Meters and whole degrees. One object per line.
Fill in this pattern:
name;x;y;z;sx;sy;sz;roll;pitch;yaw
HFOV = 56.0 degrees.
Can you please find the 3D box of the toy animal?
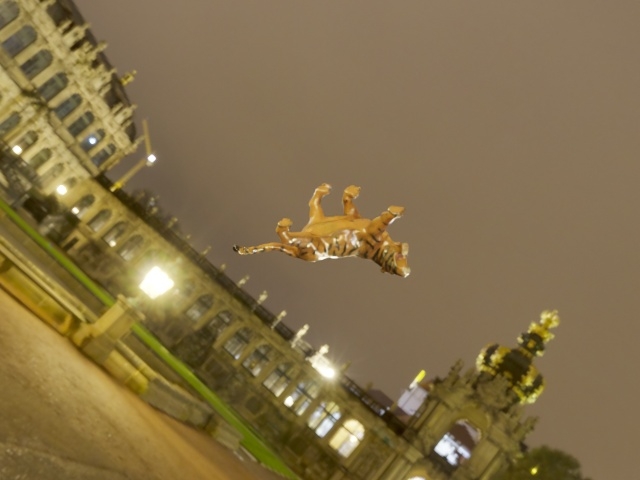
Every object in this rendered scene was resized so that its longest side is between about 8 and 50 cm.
toy animal;-0.001;-0.004;0.848;0.114;0.255;0.116;-123;-148;-56
